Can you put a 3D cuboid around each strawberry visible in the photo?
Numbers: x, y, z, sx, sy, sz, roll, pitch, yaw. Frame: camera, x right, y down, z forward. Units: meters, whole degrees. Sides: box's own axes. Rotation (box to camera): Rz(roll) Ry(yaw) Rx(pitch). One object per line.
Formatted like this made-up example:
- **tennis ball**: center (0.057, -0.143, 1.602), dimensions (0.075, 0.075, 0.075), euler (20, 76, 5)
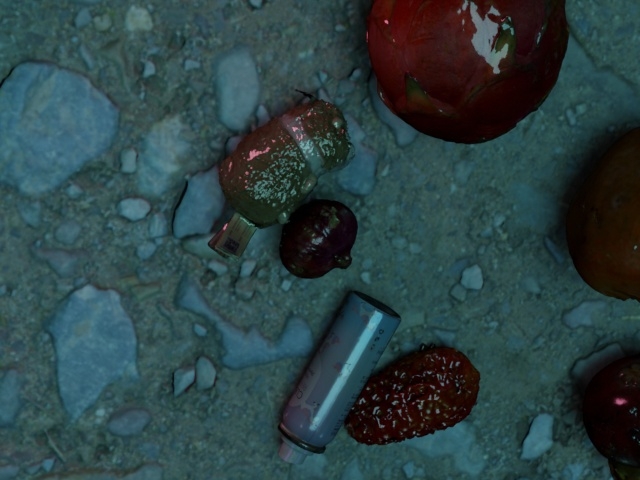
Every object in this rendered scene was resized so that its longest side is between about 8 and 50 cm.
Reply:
- **strawberry**: center (0.124, 0.214, 1.598), dimensions (0.188, 0.082, 0.121), euler (-29, 113, -9)

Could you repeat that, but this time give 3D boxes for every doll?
- **doll**: center (-0.055, -0.075, 1.453), dimensions (0.115, 0.105, 0.221), euler (42, 91, -23)

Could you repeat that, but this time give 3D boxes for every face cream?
- **face cream**: center (0.016, 0.178, 1.559), dimensions (0.075, 0.075, 0.229), euler (27, 96, -20)

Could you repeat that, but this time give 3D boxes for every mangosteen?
- **mangosteen**: center (0.434, 0.237, 1.658), dimensions (0.166, 0.166, 0.180), euler (-23, 135, -9)

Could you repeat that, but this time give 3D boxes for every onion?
- **onion**: center (0.000, 0.000, 1.492), dimensions (0.107, 0.097, 0.107), euler (-33, 154, -18)

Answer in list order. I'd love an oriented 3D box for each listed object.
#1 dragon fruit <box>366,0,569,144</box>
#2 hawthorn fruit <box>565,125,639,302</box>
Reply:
- **dragon fruit**: center (0.167, -0.231, 1.412), dimensions (0.240, 0.241, 0.252), euler (6, 135, -17)
- **hawthorn fruit**: center (0.431, -0.058, 1.551), dimensions (0.211, 0.211, 0.299), euler (25, 84, -20)
